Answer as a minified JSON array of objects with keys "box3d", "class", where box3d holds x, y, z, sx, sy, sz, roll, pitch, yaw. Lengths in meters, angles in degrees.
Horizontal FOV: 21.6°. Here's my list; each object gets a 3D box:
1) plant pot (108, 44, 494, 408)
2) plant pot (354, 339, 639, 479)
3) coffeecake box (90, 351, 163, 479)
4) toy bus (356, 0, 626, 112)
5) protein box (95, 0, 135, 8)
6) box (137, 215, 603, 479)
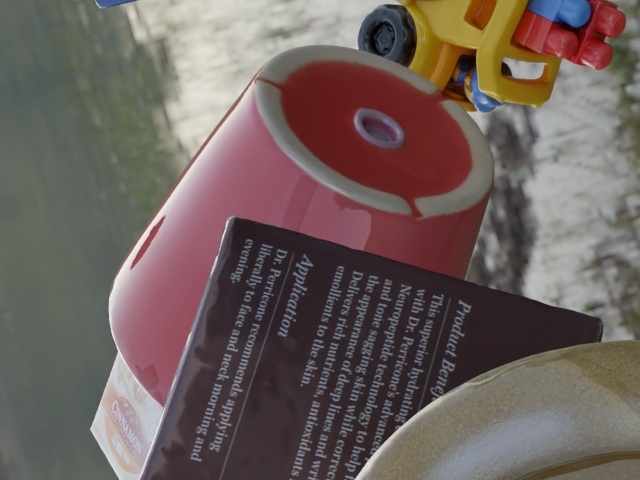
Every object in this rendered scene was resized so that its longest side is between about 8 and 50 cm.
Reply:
[{"box3d":[0.000,0.000,1.305,0.243,0.275,0.275,-63,39,36],"class":"plant pot"},{"box3d":[0.117,0.147,0.632,0.032,0.236,0.236,-84,-15,-62],"class":"plant pot"},{"box3d":[-0.143,0.144,1.606,0.142,0.068,0.185,48,122,51],"class":"coffeecake box"},{"box3d":[0.165,-0.190,1.506,0.211,0.149,0.220,38,114,36],"class":"toy bus"},{"box3d":[-0.076,-0.278,1.038,0.200,0.201,0.136,64,-159,-44],"class":"protein box"},{"box3d":[0.021,0.115,0.883,0.167,0.203,0.168,98,-170,-66],"class":"box"}]
